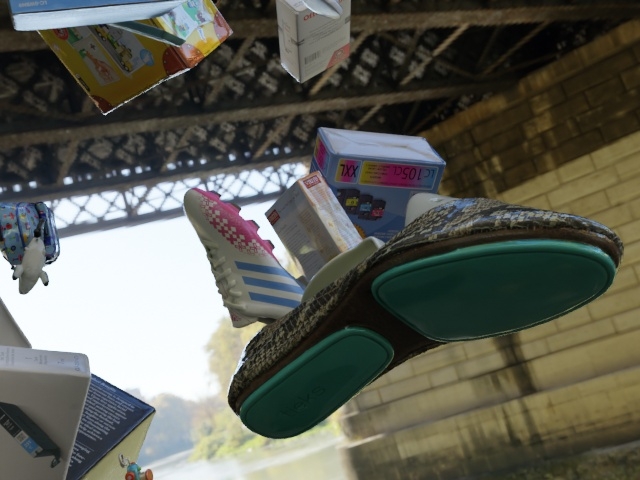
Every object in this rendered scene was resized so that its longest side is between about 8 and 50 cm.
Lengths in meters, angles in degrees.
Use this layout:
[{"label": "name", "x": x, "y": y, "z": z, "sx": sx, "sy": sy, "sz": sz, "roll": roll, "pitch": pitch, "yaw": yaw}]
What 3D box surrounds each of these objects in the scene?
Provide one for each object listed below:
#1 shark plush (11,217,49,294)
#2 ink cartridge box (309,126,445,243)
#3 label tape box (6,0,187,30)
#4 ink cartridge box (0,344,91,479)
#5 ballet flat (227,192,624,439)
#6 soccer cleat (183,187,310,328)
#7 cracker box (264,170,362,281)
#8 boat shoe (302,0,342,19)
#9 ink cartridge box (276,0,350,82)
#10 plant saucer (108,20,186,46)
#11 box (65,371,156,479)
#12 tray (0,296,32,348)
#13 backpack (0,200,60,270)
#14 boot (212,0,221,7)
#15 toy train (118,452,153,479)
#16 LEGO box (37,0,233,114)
[{"label": "shark plush", "x": -0.610, "y": 0.032, "z": 1.569, "sx": 0.073, "sy": 0.161, "sz": 0.067, "roll": 1, "pitch": -9, "yaw": -28}, {"label": "ink cartridge box", "x": 0.099, "y": -0.047, "z": 1.750, "sx": 0.270, "sy": 0.151, "sz": 0.395, "roll": 3, "pitch": -57, "yaw": -16}, {"label": "label tape box", "x": -0.321, "y": -0.370, "z": 1.060, "sx": 0.240, "sy": 0.106, "sz": 0.333, "roll": -12, "pitch": 15, "yaw": -19}, {"label": "ink cartridge box", "x": -0.482, "y": 0.284, "z": 1.038, "sx": 0.261, "sy": 0.296, "sz": 0.066, "roll": 11, "pitch": 18, "yaw": -24}, {"label": "ballet flat", "x": 0.077, "y": 0.054, "z": 0.809, "sx": 0.164, "sy": 0.182, "sz": 0.483, "roll": 36, "pitch": -52, "yaw": -29}, {"label": "soccer cleat", "x": -0.132, "y": 0.059, "z": 1.264, "sx": 0.143, "sy": 0.331, "sz": 0.116, "roll": -47, "pitch": 8, "yaw": -19}, {"label": "cracker box", "x": 0.000, "y": 0.000, "z": 1.481, "sx": 0.067, "sy": 0.232, "sz": 0.156, "roll": -29, "pitch": -6, "yaw": -36}, {"label": "boat shoe", "x": -0.024, "y": -0.650, "z": 1.868, "sx": 0.095, "sy": 0.084, "sz": 0.258, "roll": 15, "pitch": -10, "yaw": 43}, {"label": "ink cartridge box", "x": -0.018, "y": -0.661, "z": 2.314, "sx": 0.207, "sy": 0.117, "sz": 0.283, "roll": -33, "pitch": -28, "yaw": -19}, {"label": "plant saucer", "x": -0.338, "y": -0.389, "z": 1.367, "sx": 0.192, "sy": 0.018, "sz": 0.067, "roll": 21, "pitch": 8, "yaw": 24}, {"label": "box", "x": -0.580, "y": 0.518, "z": 1.634, "sx": 0.293, "sy": 0.212, "sz": 0.395, "roll": -67, "pitch": -11, "yaw": 21}, {"label": "tray", "x": -0.651, "y": 0.243, "z": 1.397, "sx": 0.270, "sy": 0.145, "sz": 0.030, "roll": -45, "pitch": -23, "yaw": 5}, {"label": "backpack", "x": -0.654, "y": -0.016, "z": 1.662, "sx": 0.117, "sy": 0.158, "sz": 0.173, "roll": -11, "pitch": -7, "yaw": -12}, {"label": "boot", "x": -0.330, "y": -0.592, "z": 1.975, "sx": 0.197, "sy": 0.073, "sz": 0.152, "roll": -49, "pitch": 7, "yaw": -30}, {"label": "toy train", "x": -0.350, "y": 0.495, "z": 1.451, "sx": 0.046, "sy": 0.166, "sz": 0.125, "roll": -15, "pitch": -33, "yaw": -5}, {"label": "LEGO box", "x": -0.507, "y": -0.586, "z": 1.725, "sx": 0.372, "sy": 0.500, "sz": 0.193, "roll": -13, "pitch": 31, "yaw": 43}]
